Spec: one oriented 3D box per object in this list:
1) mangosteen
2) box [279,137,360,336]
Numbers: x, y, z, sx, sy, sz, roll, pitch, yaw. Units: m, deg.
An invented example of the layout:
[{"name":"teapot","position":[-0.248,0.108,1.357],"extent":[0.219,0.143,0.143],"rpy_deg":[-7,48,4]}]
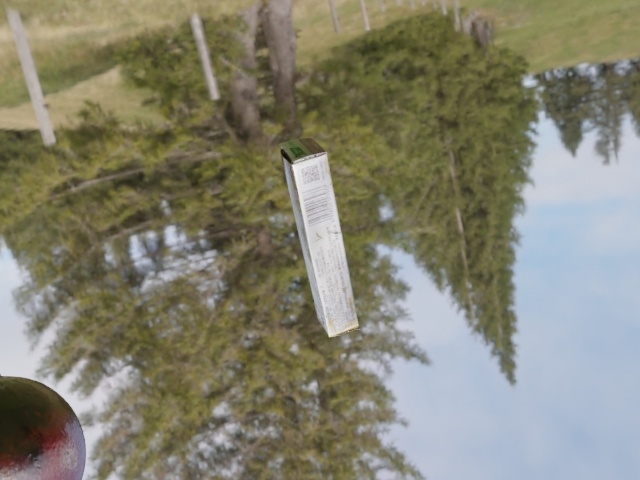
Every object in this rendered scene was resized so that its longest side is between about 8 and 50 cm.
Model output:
[{"name":"mangosteen","position":[-0.376,0.280,0.931],"extent":[0.236,0.261,0.235],"rpy_deg":[-6,178,0]},{"name":"box","position":[0.000,0.000,0.844],"extent":[0.041,0.207,0.050],"rpy_deg":[-19,-151,-12]}]
